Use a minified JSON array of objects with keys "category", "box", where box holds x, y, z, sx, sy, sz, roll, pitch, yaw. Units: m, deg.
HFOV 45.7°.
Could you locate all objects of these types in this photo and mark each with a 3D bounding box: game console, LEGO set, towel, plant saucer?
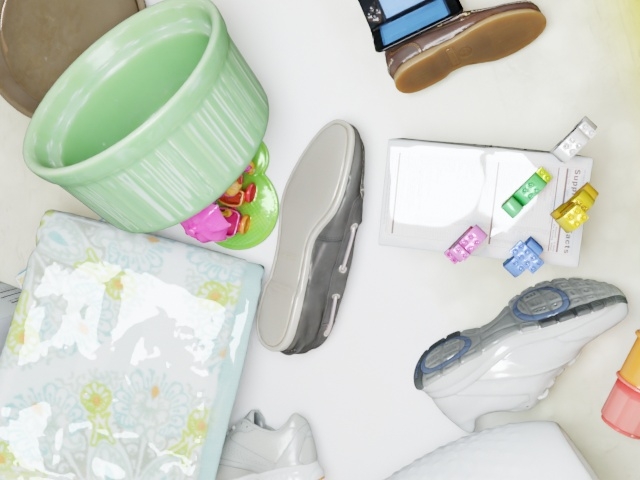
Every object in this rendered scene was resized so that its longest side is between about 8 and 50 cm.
[{"category":"game console","box":[0.112,-0.315,0.991,0.122,0.071,0.107,-23,93,14]},{"category":"LEGO set","box":[0.247,-0.029,0.851,0.087,0.093,0.227,44,104,3]},{"category":"towel","box":[-0.272,0.173,1.046,0.320,0.090,0.374,15,82,-9]},{"category":"plant saucer","box":[-0.376,-0.308,1.117,0.278,0.041,0.278,2,99,12]}]

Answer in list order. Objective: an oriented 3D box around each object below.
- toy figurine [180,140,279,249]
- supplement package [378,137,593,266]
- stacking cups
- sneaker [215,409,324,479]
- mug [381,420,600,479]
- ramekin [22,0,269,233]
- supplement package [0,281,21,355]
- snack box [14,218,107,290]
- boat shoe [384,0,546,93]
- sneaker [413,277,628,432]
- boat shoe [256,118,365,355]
[{"category":"toy figurine","box":[-0.134,-0.061,1.037,0.130,0.159,0.173,16,101,10]},{"category":"supplement package","box":[0.208,-0.053,0.974,0.244,0.134,0.139,7,100,11]},{"category":"stacking cups","box":[0.462,0.108,0.972,0.096,0.096,0.316,22,106,9]},{"category":"sneaker","box":[-0.123,0.319,1.137,0.262,0.099,0.121,-12,76,15]},{"category":"mug","box":[0.203,0.391,0.920,0.328,0.374,0.276,-36,84,9]},{"category":"ramekin","box":[-0.213,-0.155,0.974,0.303,0.303,0.148,-27,132,15]},{"category":"supplement package","box":[-0.565,0.161,1.171,0.203,0.149,0.194,19,102,10]},{"category":"snack box","box":[-0.301,0.142,1.155,0.187,0.060,0.322,-31,91,13]},{"category":"boat shoe","box":[0.182,-0.264,0.984,0.207,0.073,0.073,-19,54,9]},{"category":"sneaker","box":[0.276,0.152,1.021,0.297,0.111,0.129,-31,106,19]},{"category":"boat shoe","box":[0.000,0.000,1.063,0.112,0.095,0.335,26,101,45]}]
